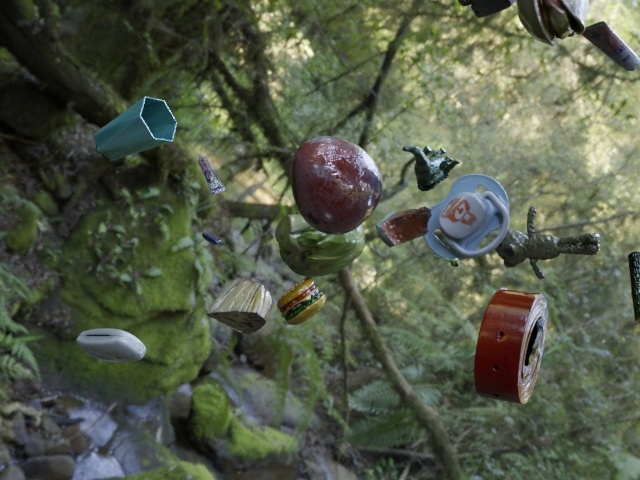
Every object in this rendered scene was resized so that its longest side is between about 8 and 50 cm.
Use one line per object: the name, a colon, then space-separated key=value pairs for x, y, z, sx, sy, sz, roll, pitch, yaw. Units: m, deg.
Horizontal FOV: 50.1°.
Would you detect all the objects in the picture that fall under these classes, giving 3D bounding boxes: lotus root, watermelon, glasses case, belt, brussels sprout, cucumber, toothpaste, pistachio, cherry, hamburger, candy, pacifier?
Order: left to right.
glasses case: x=-0.428 y=0.214 z=1.397 sx=0.074 sy=0.193 sz=0.049 roll=50 pitch=50 yaw=-32
toothpaste: x=-0.303 y=-0.182 z=1.874 sx=0.028 sy=0.045 sz=0.170 roll=98 pitch=-29 yaw=-43
glasses case: x=-0.403 y=-0.004 z=2.535 sx=0.083 sy=0.023 sz=0.033 roll=29 pitch=23 yaw=35
lotus root: x=-0.192 y=0.176 z=1.785 sx=0.159 sy=0.135 sz=0.095 roll=12 pitch=-39 yaw=25
hamburger: x=-0.063 y=0.198 z=2.181 sx=0.115 sy=0.162 sz=0.162 roll=54 pitch=12 yaw=0
brussels sprout: x=0.000 y=0.000 z=2.458 sx=0.328 sy=0.327 sz=0.247 roll=34 pitch=35 yaw=-52
cherry: x=0.046 y=-0.135 z=1.738 sx=0.286 sy=0.212 sz=0.236 roll=60 pitch=35 yaw=-31
watermelon: x=0.242 y=-0.041 z=1.912 sx=0.098 sy=0.158 sz=0.121 roll=63 pitch=10 yaw=-10
candy: x=0.329 y=0.051 z=1.790 sx=0.025 sy=0.023 sz=0.083 roll=3 pitch=10 yaw=-43
pacifier: x=0.453 y=-0.058 z=2.074 sx=0.227 sy=0.279 sz=0.207 roll=47 pitch=13 yaw=14
belt: x=0.471 y=0.243 z=1.666 sx=0.324 sy=0.115 sz=0.227 roll=-55 pitch=140 yaw=-43
pistachio: x=0.446 y=-0.461 z=1.320 sx=0.144 sy=0.143 sz=0.215 roll=43 pitch=33 yaw=-29
toothpaste: x=0.665 y=-0.444 z=1.560 sx=0.194 sy=0.043 sz=0.067 roll=21 pitch=-17 yaw=-35
cucumber: x=0.782 y=0.112 z=1.662 sx=0.058 sy=0.058 sz=0.187 roll=40 pitch=48 yaw=-39

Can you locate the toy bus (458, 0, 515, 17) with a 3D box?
toy bus: x=0.265 y=-0.483 z=1.139 sx=0.199 sy=0.108 sz=0.096 roll=54 pitch=-22 yaw=-20

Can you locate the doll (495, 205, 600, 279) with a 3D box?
doll: x=0.661 y=0.027 z=2.019 sx=0.285 sy=0.203 sz=0.091 roll=24 pitch=32 yaw=26

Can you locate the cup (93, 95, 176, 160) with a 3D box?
cup: x=-0.567 y=-0.323 z=2.070 sx=0.134 sy=0.235 sz=0.148 roll=41 pitch=41 yaw=-40

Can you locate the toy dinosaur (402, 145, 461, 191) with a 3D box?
toy dinosaur: x=0.278 y=-0.193 z=1.686 sx=0.079 sy=0.120 sz=0.292 roll=48 pitch=0 yaw=20
